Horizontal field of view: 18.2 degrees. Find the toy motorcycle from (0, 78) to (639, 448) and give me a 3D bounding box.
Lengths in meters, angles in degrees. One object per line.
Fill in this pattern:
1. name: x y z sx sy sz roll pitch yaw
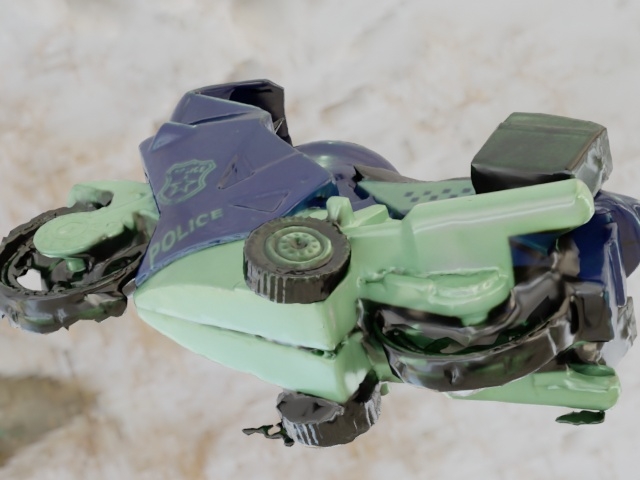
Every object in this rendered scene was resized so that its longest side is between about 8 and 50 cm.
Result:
1. toy motorcycle: 0.000 0.000 0.983 0.331 0.125 0.196 6 -143 30
